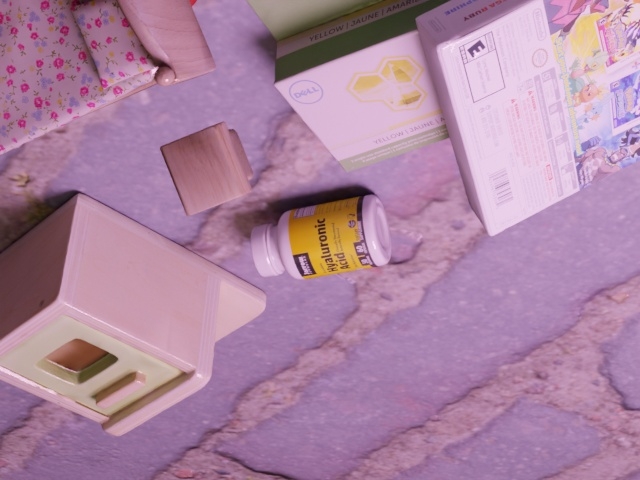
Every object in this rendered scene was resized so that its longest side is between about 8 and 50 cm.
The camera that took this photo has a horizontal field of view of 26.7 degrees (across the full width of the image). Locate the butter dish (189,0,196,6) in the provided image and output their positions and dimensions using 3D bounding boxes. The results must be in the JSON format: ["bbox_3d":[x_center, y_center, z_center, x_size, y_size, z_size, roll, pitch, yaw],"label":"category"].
[{"bbox_3d":[-0.148,-0.194,0.898,0.160,0.118,0.160,4,145,24],"label":"butter dish"}]

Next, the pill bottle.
[{"bbox_3d":[0.000,0.000,1.203,0.116,0.065,0.065,-11,140,17],"label":"pill bottle"}]

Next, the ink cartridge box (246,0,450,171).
[{"bbox_3d":[0.037,-0.160,1.006,0.171,0.056,0.235,-17,140,24],"label":"ink cartridge box"}]

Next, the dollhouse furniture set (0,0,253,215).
[{"bbox_3d":[-0.259,-0.129,0.802,0.303,0.174,0.355,-21,96,24],"label":"dollhouse furniture set"}]

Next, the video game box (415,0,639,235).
[{"bbox_3d":[0.180,-0.120,0.993,0.187,0.048,0.205,-25,137,-2],"label":"video game box"}]

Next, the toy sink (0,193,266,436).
[{"bbox_3d":[-0.185,0.088,1.271,0.234,0.131,0.153,31,135,-33],"label":"toy sink"}]
